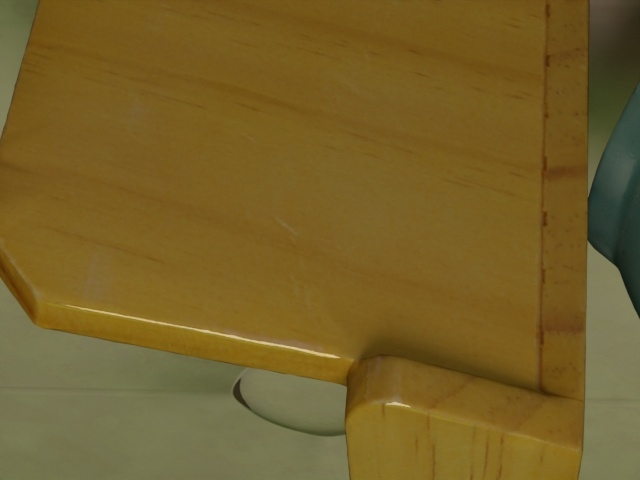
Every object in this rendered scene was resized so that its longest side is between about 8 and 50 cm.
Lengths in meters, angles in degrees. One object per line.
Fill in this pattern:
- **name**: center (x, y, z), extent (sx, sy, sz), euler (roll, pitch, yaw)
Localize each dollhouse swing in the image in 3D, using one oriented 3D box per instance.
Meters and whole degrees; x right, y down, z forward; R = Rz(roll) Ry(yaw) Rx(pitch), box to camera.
- **dollhouse swing**: center (0.000, 0.000, 0.918), extent (0.305, 0.346, 0.315), euler (2, 145, 6)

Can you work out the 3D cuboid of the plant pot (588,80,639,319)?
- **plant pot**: center (0.274, -0.025, 0.873), extent (0.196, 0.293, 0.293), euler (31, 153, 24)
